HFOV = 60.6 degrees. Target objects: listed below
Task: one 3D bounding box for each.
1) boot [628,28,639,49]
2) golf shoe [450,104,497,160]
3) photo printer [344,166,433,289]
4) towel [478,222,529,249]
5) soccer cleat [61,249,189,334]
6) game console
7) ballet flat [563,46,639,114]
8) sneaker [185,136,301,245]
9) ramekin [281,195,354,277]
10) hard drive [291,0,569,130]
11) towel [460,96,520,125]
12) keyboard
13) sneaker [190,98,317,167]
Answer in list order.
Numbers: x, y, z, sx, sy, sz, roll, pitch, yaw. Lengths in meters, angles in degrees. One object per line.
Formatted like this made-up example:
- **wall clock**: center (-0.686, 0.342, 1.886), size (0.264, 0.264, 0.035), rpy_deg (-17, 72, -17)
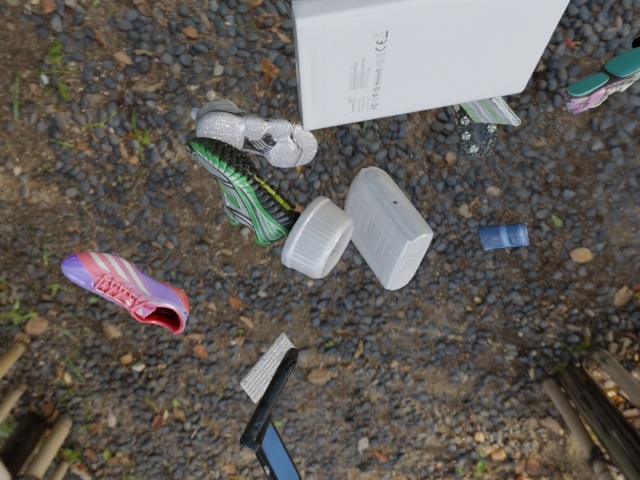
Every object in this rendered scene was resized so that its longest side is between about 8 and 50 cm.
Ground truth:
- **boot**: center (0.888, -0.489, 1.359), size (0.106, 0.219, 0.082), rpy_deg (-33, 130, -27)
- **golf shoe**: center (0.411, -0.358, 1.503), size (0.105, 0.120, 0.272), rpy_deg (-15, 100, 9)
- **photo printer**: center (0.177, -0.044, 1.592), size (0.107, 0.307, 0.256), rpy_deg (-18, 146, -24)
- **towel**: center (0.467, -0.011, 1.399), size (0.120, 0.029, 0.067), rpy_deg (-6, 123, 34)
- **soccer cleat**: center (-0.352, 0.096, 1.010), size (0.248, 0.095, 0.083), rpy_deg (31, 114, -33)
- **game console**: center (-0.022, 0.155, 0.460), size (0.071, 0.122, 0.107), rpy_deg (28, 83, 2)
- **ballet flat**: center (0.653, -0.357, 1.242), size (0.222, 0.076, 0.079), rpy_deg (-30, 139, 2)
- **sneaker**: center (-0.216, -0.121, 1.373), size (0.146, 0.134, 0.343), rpy_deg (-42, 95, 20)
- **ramekin**: center (0.000, 0.000, 1.403), size (0.109, 0.207, 0.207), rpy_deg (31, 110, 13)
- **hard drive**: center (0.142, -0.262, 0.763), size (0.353, 0.233, 0.047), rpy_deg (-11, 68, -4)
- **towel**: center (0.395, -0.314, 1.317), size (0.113, 0.152, 0.023), rpy_deg (38, 85, -27)
- **keyboard**: center (-0.146, 0.363, 1.586), size (0.072, 0.256, 0.014), rpy_deg (49, 125, -3)
- **sneaker**: center (-0.197, -0.319, 1.583), size (0.366, 0.210, 0.137), rpy_deg (5, 115, -31)
